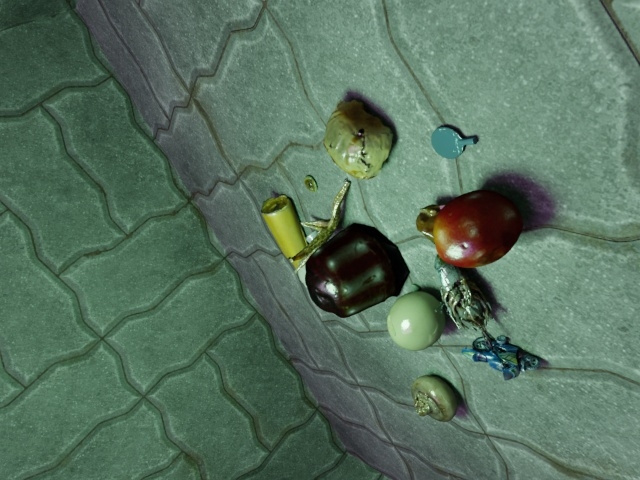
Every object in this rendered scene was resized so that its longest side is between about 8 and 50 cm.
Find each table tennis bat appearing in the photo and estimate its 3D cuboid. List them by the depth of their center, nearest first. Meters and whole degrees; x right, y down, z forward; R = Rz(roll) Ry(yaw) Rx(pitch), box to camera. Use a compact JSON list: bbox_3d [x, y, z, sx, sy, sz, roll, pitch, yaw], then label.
[{"bbox_3d":[0.378,-0.280,1.318,0.155,0.019,0.100,10,130,56],"label":"table tennis bat"}]

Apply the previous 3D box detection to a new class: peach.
[{"bbox_3d":[0.432,-0.031,1.272,0.199,0.243,0.243,52,154,-16],"label":"peach"}]

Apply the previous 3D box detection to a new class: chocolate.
[{"bbox_3d":[0.114,0.153,1.908,0.384,0.331,0.383,36,146,30],"label":"chocolate"},{"bbox_3d":[-0.152,-0.013,2.356,0.162,0.162,0.445,21,142,48],"label":"chocolate"}]

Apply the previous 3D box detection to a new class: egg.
[{"bbox_3d":[0.370,0.315,1.797,0.219,0.219,0.269,39,149,27],"label":"egg"}]

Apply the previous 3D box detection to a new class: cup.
[{"bbox_3d":[0.000,0.000,2.207,0.116,0.074,0.104,47,124,6],"label":"cup"}]

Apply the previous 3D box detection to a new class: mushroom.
[{"bbox_3d":[0.509,0.722,2.091,0.226,0.178,0.226,29,135,33],"label":"mushroom"}]

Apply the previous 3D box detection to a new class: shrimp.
[{"bbox_3d":[0.473,0.217,1.567,0.372,0.172,0.137,65,-172,10],"label":"shrimp"}]

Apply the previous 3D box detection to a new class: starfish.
[{"bbox_3d":[-0.013,-0.045,1.963,0.132,0.384,0.398,40,169,-6],"label":"starfish"}]

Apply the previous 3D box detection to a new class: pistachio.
[{"bbox_3d":[0.397,-0.034,1.455,0.210,0.130,0.165,33,141,14],"label":"pistachio"}]

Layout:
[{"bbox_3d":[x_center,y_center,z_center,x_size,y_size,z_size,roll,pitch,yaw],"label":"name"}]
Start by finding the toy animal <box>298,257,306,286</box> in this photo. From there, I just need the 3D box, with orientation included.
[{"bbox_3d":[0.000,0.166,2.240,0.265,0.206,0.271,24,143,39],"label":"toy animal"}]

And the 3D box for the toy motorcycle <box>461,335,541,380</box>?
[{"bbox_3d":[0.617,0.408,1.597,0.254,0.135,0.092,15,134,51],"label":"toy motorcycle"}]

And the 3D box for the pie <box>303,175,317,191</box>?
[{"bbox_3d":[-0.043,-0.248,2.028,0.084,0.021,0.084,39,150,28],"label":"pie"}]

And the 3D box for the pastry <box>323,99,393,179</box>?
[{"bbox_3d":[0.101,-0.321,1.554,0.256,0.170,0.237,49,150,21],"label":"pastry"}]

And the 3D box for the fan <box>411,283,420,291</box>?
[{"bbox_3d":[0.399,0.253,1.903,0.038,0.016,0.193,30,144,43],"label":"fan"}]
